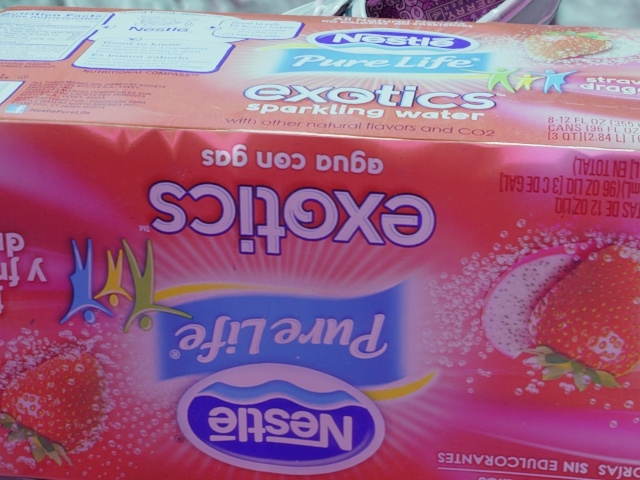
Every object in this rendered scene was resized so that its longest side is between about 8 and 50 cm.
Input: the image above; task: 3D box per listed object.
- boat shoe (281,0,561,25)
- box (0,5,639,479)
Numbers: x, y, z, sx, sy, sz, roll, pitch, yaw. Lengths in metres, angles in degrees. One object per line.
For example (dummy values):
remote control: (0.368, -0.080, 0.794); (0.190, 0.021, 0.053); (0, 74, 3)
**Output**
boat shoe: (0.019, -0.084, 0.673); (0.184, 0.063, 0.066); (-18, 77, 2)
box: (0.000, 0.000, 0.592); (0.299, 0.154, 0.142); (3, 114, 7)
